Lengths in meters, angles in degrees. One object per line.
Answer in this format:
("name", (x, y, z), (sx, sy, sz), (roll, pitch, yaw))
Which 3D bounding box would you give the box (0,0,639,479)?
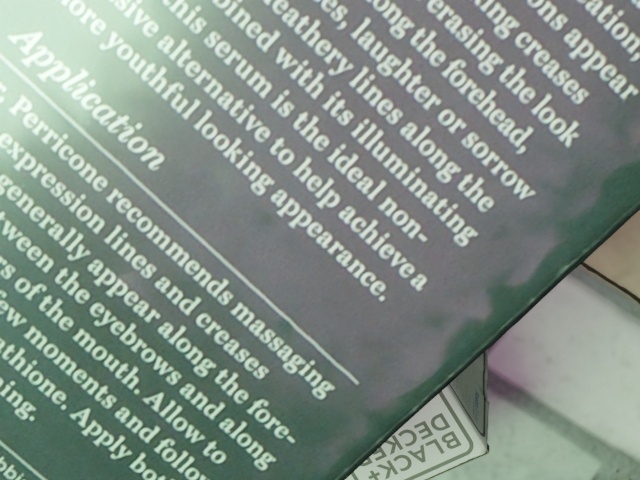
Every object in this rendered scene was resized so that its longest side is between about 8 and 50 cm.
("box", (-0.019, -0.062, 0.565), (0.212, 0.293, 0.395), (43, 104, -9))

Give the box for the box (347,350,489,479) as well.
("box", (0.000, 0.000, 0.825), (0.087, 0.169, 0.290), (-29, 104, 16))
